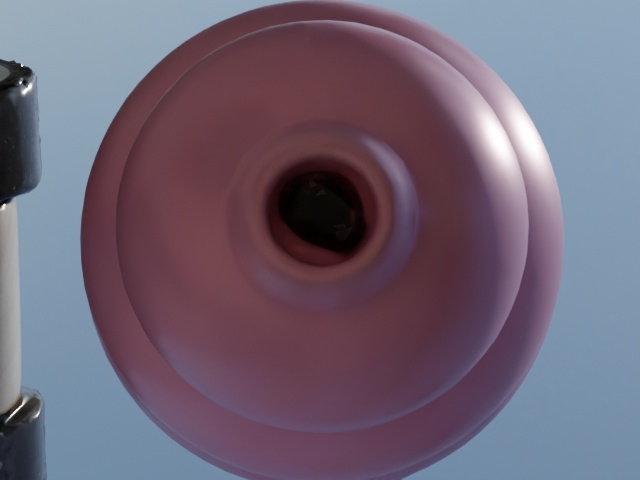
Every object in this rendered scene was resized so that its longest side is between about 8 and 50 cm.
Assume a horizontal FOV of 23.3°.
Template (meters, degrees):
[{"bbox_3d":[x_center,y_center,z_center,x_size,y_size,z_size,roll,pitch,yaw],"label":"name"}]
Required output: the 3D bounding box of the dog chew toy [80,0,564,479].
[{"bbox_3d":[0.000,0.000,0.593,0.206,0.206,0.332,-47,177,-2],"label":"dog chew toy"}]

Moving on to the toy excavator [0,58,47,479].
[{"bbox_3d":[-0.308,0.059,0.632,0.445,0.222,0.433,-15,-153,-39],"label":"toy excavator"}]
